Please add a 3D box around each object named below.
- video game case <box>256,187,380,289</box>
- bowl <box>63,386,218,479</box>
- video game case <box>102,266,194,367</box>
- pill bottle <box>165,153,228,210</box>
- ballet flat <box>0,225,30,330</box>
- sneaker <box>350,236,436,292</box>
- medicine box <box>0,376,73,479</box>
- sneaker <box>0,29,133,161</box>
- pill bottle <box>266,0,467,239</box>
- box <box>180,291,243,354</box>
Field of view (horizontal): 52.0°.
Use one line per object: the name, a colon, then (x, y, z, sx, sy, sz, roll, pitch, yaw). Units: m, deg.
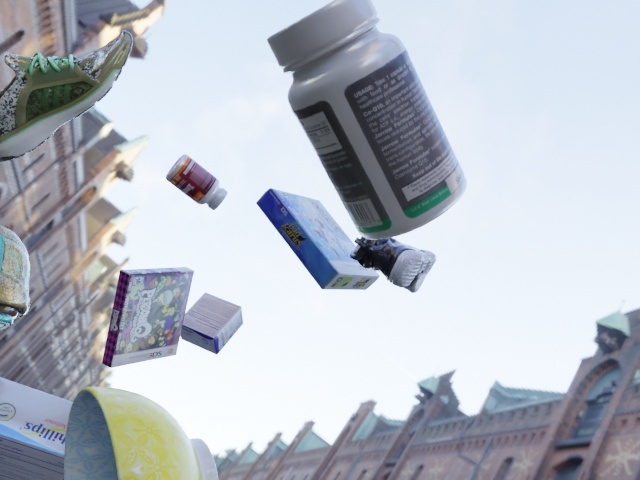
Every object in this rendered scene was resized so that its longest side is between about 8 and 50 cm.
video game case: (0.000, 0.000, 1.571, 0.269, 0.061, 0.244, 52, 17, 21)
bowl: (-0.229, 0.332, 0.868, 0.289, 0.156, 0.289, 0, -91, 56)
video game case: (-0.412, 0.180, 1.584, 0.042, 0.232, 0.210, 19, 10, 31)
pill bottle: (-0.321, -0.149, 1.716, 0.152, 0.086, 0.086, 38, -26, -18)
ballet flat: (-0.425, 0.070, 0.733, 0.348, 0.123, 0.123, -23, -64, 38)
sneaker: (0.158, 0.033, 1.432, 0.153, 0.101, 0.268, 32, 5, 19)
medicine box: (-0.744, 0.512, 1.655, 0.263, 0.149, 0.289, 25, -51, -16)
sneaker: (-0.596, -0.351, 1.434, 0.182, 0.410, 0.158, 53, -5, -32)
pill bottle: (0.074, -0.200, 1.055, 0.204, 0.204, 0.361, -5, -61, 53)
box: (-0.304, 0.229, 1.822, 0.126, 0.137, 0.072, 19, -46, 22)
